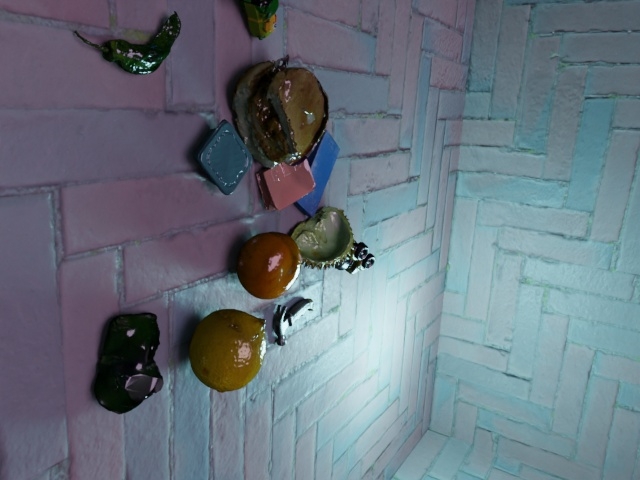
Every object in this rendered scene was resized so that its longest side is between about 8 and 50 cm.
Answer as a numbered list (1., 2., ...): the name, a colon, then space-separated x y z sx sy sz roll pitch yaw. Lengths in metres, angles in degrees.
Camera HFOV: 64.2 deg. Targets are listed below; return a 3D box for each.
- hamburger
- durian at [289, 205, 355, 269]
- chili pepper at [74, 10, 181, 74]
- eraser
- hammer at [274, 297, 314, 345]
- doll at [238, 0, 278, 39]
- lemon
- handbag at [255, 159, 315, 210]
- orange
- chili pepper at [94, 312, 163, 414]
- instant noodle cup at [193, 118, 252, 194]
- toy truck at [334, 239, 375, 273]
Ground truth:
1. hamburger: -0.111 -0.403 1.594 0.277 0.195 0.318 -54 144 -39
2. durian: 0.009 0.002 1.966 0.394 0.163 0.198 -29 121 -44
3. chili pepper: -0.422 -0.452 1.195 0.279 0.065 0.122 -42 125 -47
4. eraser: -0.018 -0.255 1.938 0.144 0.042 0.312 43 63 -54
5. hammer: -0.102 0.288 1.980 0.226 0.041 0.159 -33 129 -49
6. doll: -0.179 -0.674 1.476 0.135 0.106 0.186 -62 161 -17
7. lemon: -0.279 0.333 1.533 0.228 0.228 0.254 30 75 -58
8. handbag: -0.118 -0.207 1.749 0.212 0.059 0.158 -37 118 -39
9. orange: -0.172 0.077 1.670 0.240 0.171 0.240 -35 139 -37
10. chili pepper: -0.481 0.319 1.297 0.148 0.116 0.265 19 83 -56
11. instant noodle cup: -0.289 -0.238 1.475 0.157 0.070 0.179 -62 146 -24
12. toy truck: 0.123 0.072 2.203 0.165 0.147 0.224 -47 146 -4
